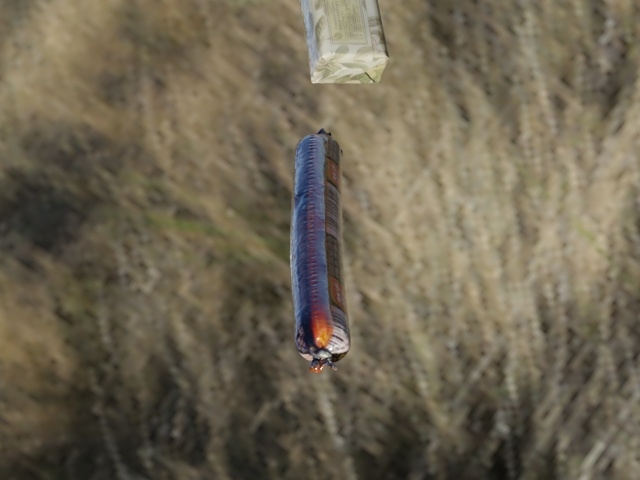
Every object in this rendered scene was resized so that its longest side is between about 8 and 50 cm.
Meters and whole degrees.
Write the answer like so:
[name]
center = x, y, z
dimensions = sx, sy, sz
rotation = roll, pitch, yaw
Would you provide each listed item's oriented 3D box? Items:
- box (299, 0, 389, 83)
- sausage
[box]
center = 0.018, -0.176, 1.623
dimensions = 0.045, 0.062, 0.098
rotation = 114, 153, -58
[sausage]
center = 0.000, 0.000, 0.898
dimensions = 0.025, 0.028, 0.198
rotation = -42, 24, 23
